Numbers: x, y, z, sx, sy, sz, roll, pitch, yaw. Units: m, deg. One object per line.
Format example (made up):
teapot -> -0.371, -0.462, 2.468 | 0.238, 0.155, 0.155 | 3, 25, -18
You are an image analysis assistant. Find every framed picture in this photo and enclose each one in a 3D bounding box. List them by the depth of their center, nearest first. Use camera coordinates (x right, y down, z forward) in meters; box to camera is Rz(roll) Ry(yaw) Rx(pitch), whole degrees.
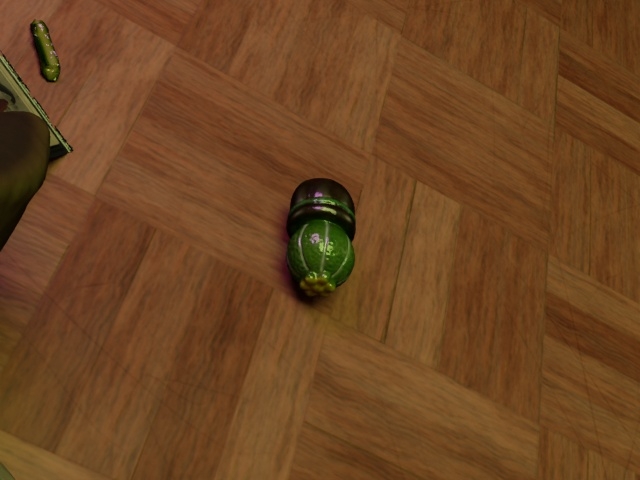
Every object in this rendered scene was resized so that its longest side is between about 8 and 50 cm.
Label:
framed picture -> -0.389, -0.170, 1.136 | 0.199, 0.010, 0.195 | 54, 17, -3

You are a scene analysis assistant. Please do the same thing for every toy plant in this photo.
toy plant -> 0.000, 0.000, 1.291 | 0.093, 0.093, 0.162 | 19, 50, -20

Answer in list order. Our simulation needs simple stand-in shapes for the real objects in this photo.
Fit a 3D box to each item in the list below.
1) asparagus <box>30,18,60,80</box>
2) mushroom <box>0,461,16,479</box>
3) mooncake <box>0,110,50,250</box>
asparagus -> -0.365, -0.257, 1.301 | 0.025, 0.021, 0.108 | -3, 58, -34
mushroom -> -0.347, 0.212, 0.884 | 0.247, 0.096, 0.108 | 34, 18, -10
mooncake -> -0.483, -0.073, 0.897 | 0.394, 0.246, 0.393 | 40, 19, 24
